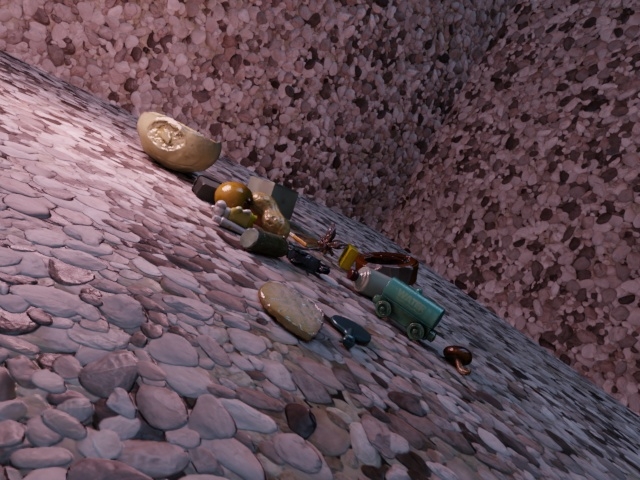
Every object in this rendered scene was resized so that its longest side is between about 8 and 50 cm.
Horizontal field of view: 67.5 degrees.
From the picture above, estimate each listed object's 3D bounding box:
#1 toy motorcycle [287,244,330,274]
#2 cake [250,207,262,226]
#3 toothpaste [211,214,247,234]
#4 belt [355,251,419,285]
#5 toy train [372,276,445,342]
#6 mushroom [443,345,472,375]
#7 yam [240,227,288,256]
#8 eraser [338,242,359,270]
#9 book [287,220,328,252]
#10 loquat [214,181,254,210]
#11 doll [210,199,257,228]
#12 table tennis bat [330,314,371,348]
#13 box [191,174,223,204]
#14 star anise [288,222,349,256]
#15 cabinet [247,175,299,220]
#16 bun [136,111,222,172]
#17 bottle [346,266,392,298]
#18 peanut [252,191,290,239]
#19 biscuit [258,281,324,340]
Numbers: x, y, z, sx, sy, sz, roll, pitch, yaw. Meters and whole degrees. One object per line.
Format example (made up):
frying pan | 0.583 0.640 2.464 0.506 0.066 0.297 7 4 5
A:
toy motorcycle | -0.044 0.074 1.710 0.173 0.058 0.100 27 4 -5
cake | -0.268 -0.097 1.996 0.225 0.090 0.109 46 2 -16
toothpaste | -0.290 -0.040 1.663 0.190 0.031 0.048 28 -1 -32
belt | 0.274 0.119 1.998 0.261 0.105 0.184 8 22 15
toy train | 0.298 0.230 1.617 0.248 0.159 0.101 33 4 26
mushroom | 0.455 0.382 1.538 0.088 0.073 0.129 59 -4 -30
yam | -0.181 0.007 1.583 0.078 0.078 0.179 37 11 37
eraser | 0.123 0.072 2.105 0.045 0.097 0.122 29 8 -8
book | -0.103 -0.032 2.217 0.295 0.020 0.208 36 12 34
loquat | -0.328 -0.155 1.819 0.163 0.137 0.163 25 -6 3
doll | -0.306 -0.089 1.680 0.162 0.106 0.062 19 46 -20
table tennis bat | 0.079 0.242 1.268 0.124 0.033 0.201 28 7 3
box | -0.439 -0.196 1.888 0.122 0.084 0.069 21 20 -35
star anise | 0.000 0.000 2.019 0.218 0.148 0.227 5 5 11
cabinet | -0.230 -0.195 2.220 0.150 0.145 0.206 19 3 30
bun | -0.620 -0.405 2.071 0.364 0.202 0.364 24 5 -2
bottle | 0.206 0.168 1.817 0.245 0.104 0.104 25 11 -26
peanut | -0.198 -0.097 1.885 0.229 0.098 0.103 58 0 18
biscuit | -0.064 0.171 1.189 0.188 0.040 0.265 21 13 -33
